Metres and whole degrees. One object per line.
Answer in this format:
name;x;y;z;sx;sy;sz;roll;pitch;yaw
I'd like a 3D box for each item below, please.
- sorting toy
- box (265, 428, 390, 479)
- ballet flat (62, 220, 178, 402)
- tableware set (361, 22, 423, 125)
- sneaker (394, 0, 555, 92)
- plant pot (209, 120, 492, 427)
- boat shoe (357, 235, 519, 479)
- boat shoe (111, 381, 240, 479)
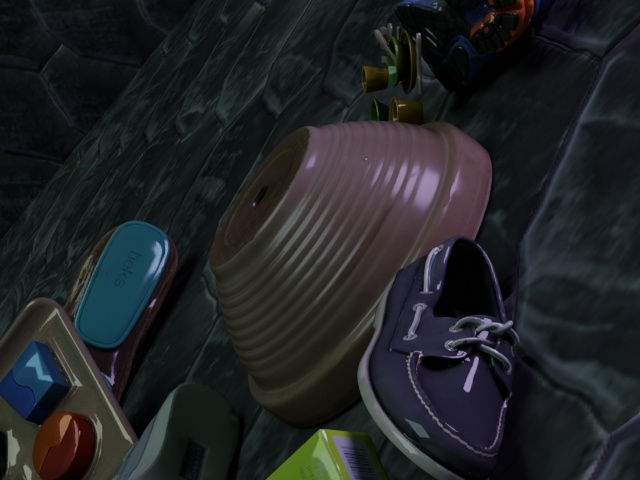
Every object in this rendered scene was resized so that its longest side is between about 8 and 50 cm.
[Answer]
sorting toy;-0.292;0.228;1.226;0.307;0.041;0.229;-51;50;12
box;-0.023;0.187;0.679;0.178;0.042;0.109;-46;52;26
ballet flat;-0.252;0.133;1.416;0.124;0.116;0.342;113;-179;-60
tableware set;0.053;-0.114;1.066;0.154;0.024;0.104;-128;34;-75
sneaker;0.124;-0.168;1.004;0.087;0.083;0.221;-32;7;-14
plant pot;0.000;0.000;0.943;0.237;0.110;0.237;-50;16;20
boat shoe;0.067;0.055;0.710;0.065;0.075;0.206;-53;12;18
boat shoe;-0.114;0.193;0.961;0.081;0.079;0.227;-54;9;30
